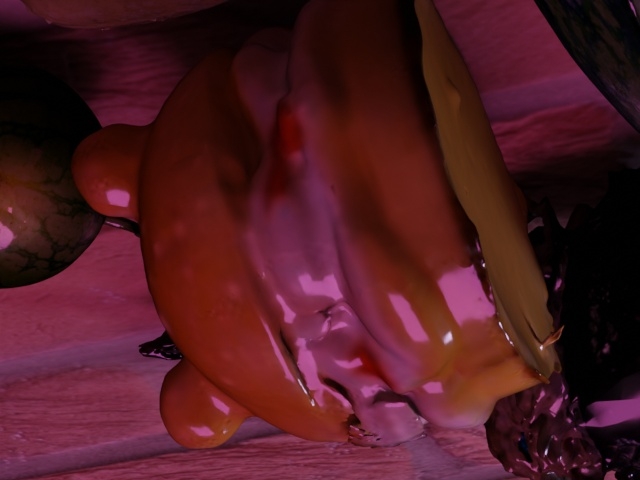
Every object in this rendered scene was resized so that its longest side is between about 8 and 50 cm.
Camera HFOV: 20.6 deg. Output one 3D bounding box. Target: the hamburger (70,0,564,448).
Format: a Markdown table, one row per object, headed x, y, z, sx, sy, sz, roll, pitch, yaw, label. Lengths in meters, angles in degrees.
| x | y | z | sx | sy | sz | roll | pitch | yaw | label |
| --- | --- | --- | --- | --- | --- | --- | --- | --- | --- |
| 0.000 | 0.000 | 1.043 | 0.236 | 0.276 | 0.276 | -20 | 150 | 12 | hamburger |

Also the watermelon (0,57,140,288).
| x | y | z | sx | sy | sz | roll | pitch | yaw | label |
| --- | --- | --- | --- | --- | --- | --- | --- | --- | --- |
| -0.187 | -0.034 | 1.089 | 0.140 | 0.141 | 0.187 | -21 | 148 | 30 | watermelon |

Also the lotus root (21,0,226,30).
| x | y | z | sx | sy | sz | roll | pitch | yaw | label |
| --- | --- | --- | --- | --- | --- | --- | --- | --- | --- |
| -0.081 | -0.159 | 0.924 | 0.183 | 0.077 | 0.090 | -10 | 153 | 16 | lotus root |

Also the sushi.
| x | y | z | sx | sy | sz | roll | pitch | yaw | label |
| --- | --- | --- | --- | --- | --- | --- | --- | --- | --- |
| 0.192 | 0.068 | 1.251 | 0.218 | 0.238 | 0.225 | -6 | 138 | 14 | sushi |

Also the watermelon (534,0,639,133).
| x | y | z | sx | sy | sz | roll | pitch | yaw | label |
| --- | --- | --- | --- | --- | --- | --- | --- | --- | --- |
| 0.177 | -0.209 | 0.831 | 0.250 | 0.292 | 0.283 | 27 | 155 | 52 | watermelon |

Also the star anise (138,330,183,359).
| x | y | z | sx | sy | sz | roll | pitch | yaw | label |
| --- | --- | --- | --- | --- | --- | --- | --- | --- | --- |
| -0.061 | 0.070 | 1.410 | 0.157 | 0.053 | 0.212 | 12 | 152 | -30 | star anise |
